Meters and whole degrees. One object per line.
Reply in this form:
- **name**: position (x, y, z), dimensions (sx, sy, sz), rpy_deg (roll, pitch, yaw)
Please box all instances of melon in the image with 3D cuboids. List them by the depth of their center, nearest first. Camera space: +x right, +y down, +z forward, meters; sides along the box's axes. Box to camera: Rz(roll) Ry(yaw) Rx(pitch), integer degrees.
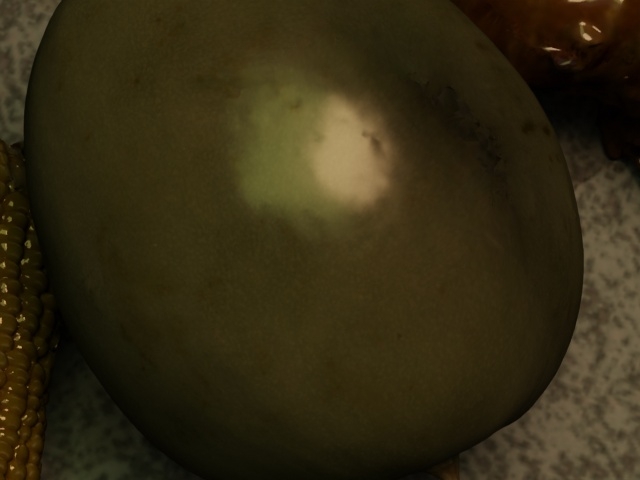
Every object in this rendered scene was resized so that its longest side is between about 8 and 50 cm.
- **melon**: position (-0.010, -0.013, 0.950), dimensions (0.308, 0.272, 0.272), rpy_deg (39, 70, -8)

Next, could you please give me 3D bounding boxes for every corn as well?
- **corn**: position (-0.181, 0.085, 0.994), dimensions (0.106, 0.106, 0.293), rpy_deg (3, 71, -2)

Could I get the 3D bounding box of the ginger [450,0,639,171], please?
- **ginger**: position (0.194, -0.105, 1.053), dimensions (0.254, 0.176, 0.418), rpy_deg (-40, 74, -5)
